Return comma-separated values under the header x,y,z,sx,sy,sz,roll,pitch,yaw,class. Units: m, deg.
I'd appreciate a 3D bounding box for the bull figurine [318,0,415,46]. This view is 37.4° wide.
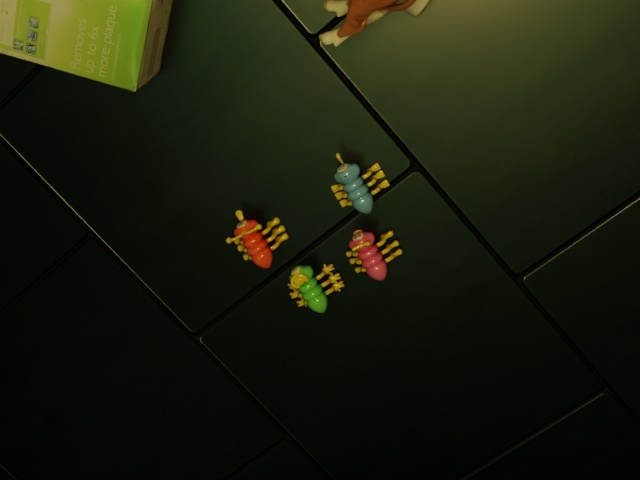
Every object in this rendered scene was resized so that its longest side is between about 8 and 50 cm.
x,y,z,sx,sy,sz,roll,pitch,yaw,class
0.010,-0.421,1.275,0.188,0.101,0.310,-41,80,42,bull figurine

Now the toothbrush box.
x,y,z,sx,sy,sz,roll,pitch,yaw,class
-0.368,-0.363,1.382,0.283,0.122,0.206,18,113,2,toothbrush box

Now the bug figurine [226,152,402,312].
x,y,z,sx,sy,sz,roll,pitch,yaw,class
0.000,0.000,1.505,0.279,0.072,0.216,-29,106,17,bug figurine

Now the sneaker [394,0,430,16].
x,y,z,sx,sy,sz,roll,pitch,yaw,class
0.154,-0.455,1.278,0.123,0.106,0.290,29,114,-7,sneaker
